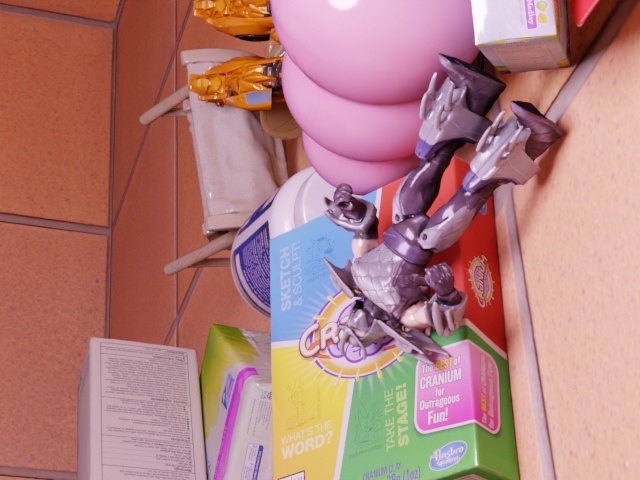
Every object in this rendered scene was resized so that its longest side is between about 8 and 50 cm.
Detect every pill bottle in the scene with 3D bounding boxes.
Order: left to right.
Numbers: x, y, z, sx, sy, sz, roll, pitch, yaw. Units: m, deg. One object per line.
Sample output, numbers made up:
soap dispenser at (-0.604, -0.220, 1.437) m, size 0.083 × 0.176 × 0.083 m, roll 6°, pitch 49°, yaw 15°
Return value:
pill bottle at (0.000, 0.000, 1.780) m, size 0.264 × 0.153 × 0.153 m, roll 142°, pitch 133°, yaw -68°

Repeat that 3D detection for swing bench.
swing bench at (-0.131, -0.106, 2.198) m, size 0.254 × 0.165 × 0.253 m, roll 141°, pitch 123°, yaw -64°

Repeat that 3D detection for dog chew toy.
dog chew toy at (0.051, -0.171, 1.488) m, size 0.332 × 0.206 × 0.207 m, roll 96°, pitch 171°, yaw -51°

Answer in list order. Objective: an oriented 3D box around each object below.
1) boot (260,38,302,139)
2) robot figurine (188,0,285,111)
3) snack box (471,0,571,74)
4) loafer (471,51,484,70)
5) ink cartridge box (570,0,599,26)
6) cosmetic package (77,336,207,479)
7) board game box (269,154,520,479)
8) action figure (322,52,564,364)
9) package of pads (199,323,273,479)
boot at (-0.037, -0.280, 2.137) m, size 0.203 × 0.095 × 0.262 m, roll -130°, pitch 52°, yaw -68°
robot figurine at (-0.039, -0.249, 1.962) m, size 0.291 × 0.085 × 0.211 m, roll -1°, pitch 85°, yaw 43°
snack box at (0.161, -0.234, 1.282) m, size 0.207 × 0.070 × 0.175 m, roll -2°, pitch -94°, yaw -76°
loafer at (0.118, -0.153, 1.617) m, size 0.170 × 0.062 × 0.061 m, roll 133°, pitch 137°, yaw -65°
ink cartridge box at (0.243, -0.286, 1.211) m, size 0.134 × 0.078 × 0.231 m, roll 122°, pitch 151°, yaw -56°
cosmetic package at (-0.243, 0.282, 2.114) m, size 0.309 × 0.160 × 0.113 m, roll -98°, pitch 22°, yaw -48°
board game box at (0.060, 0.105, 1.484) m, size 0.242 × 0.064 × 0.317 m, roll -25°, pitch 53°, yaw 34°
action figure at (0.087, -0.015, 1.390) m, size 0.185 × 0.099 × 0.285 m, roll 40°, pitch 108°, yaw 30°
package of pads at (-0.101, 0.262, 2.101) m, size 0.296 × 0.101 × 0.229 m, roll -137°, pitch 58°, yaw -71°
